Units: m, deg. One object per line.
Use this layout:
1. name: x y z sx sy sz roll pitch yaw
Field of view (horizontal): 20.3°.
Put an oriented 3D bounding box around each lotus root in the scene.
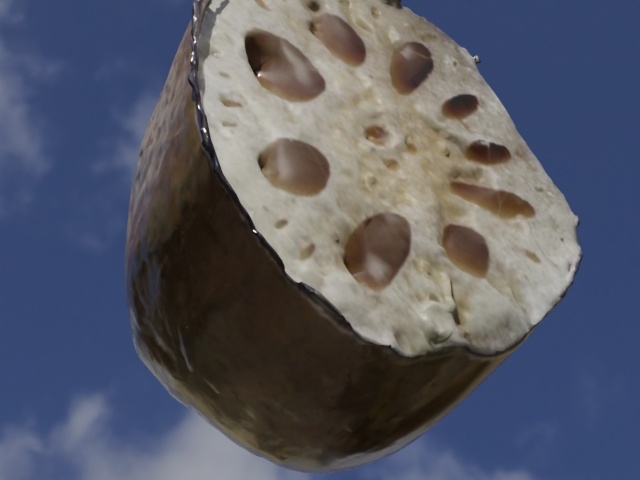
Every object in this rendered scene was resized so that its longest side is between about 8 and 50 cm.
1. lotus root: 0.000 0.000 0.991 0.272 0.272 0.192 26 -50 -10
